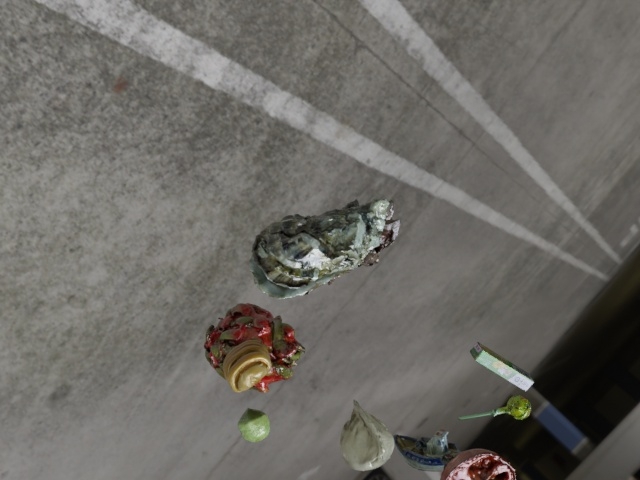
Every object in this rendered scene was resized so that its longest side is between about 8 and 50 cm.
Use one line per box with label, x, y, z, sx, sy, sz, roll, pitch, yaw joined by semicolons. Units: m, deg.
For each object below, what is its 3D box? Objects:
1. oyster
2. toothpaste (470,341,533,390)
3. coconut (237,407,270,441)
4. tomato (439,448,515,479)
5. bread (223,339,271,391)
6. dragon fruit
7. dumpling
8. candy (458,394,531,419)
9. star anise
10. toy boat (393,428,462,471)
oyster;0.005;0.001;1.349;0.350;0.162;0.158;-27;176;-29
toothpaste;0.458;0.319;1.674;0.178;0.043;0.037;32;103;-16
coconut;-0.187;0.512;1.850;0.087;0.096;0.088;-17;177;-1
tomato;0.428;0.675;1.852;0.227;0.101;0.228;-3;104;-11
bread;-0.174;0.293;1.566;0.119;0.084;0.177;-36;-172;-8
dragon fruit;-0.189;0.305;1.879;0.231;0.302;0.237;-55;136;-22
dumpling;0.098;0.430;1.478;0.111;0.155;0.181;-5;158;-39
candy;0.465;0.460;1.772;0.193;0.062;0.058;-14;145;9
star anise;0.059;0.004;1.674;0.331;0.331;0.118;-34;118;-20
toy boat;0.340;0.649;2.082;0.261;0.115;0.114;-10;-174;42
